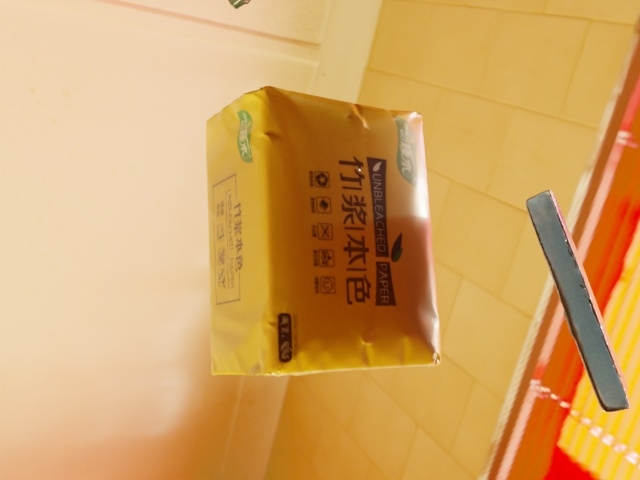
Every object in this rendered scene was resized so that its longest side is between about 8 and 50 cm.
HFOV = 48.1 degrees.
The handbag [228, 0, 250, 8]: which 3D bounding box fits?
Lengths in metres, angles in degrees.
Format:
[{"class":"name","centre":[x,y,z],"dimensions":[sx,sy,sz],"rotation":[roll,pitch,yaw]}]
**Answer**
[{"class":"handbag","centre":[-0.039,-0.384,0.615],"dimensions":[0.100,0.269,0.274],"rotation":[2,-110,-58]}]

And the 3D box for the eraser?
[{"class":"eraser","centre":[0.366,0.081,1.024],"dimensions":[0.043,0.144,0.311],"rotation":[-21,-96,20]}]

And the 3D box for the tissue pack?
[{"class":"tissue pack","centre":[0.000,0.000,1.036],"dimensions":[0.294,0.228,0.381],"rotation":[3,-102,-32]}]
